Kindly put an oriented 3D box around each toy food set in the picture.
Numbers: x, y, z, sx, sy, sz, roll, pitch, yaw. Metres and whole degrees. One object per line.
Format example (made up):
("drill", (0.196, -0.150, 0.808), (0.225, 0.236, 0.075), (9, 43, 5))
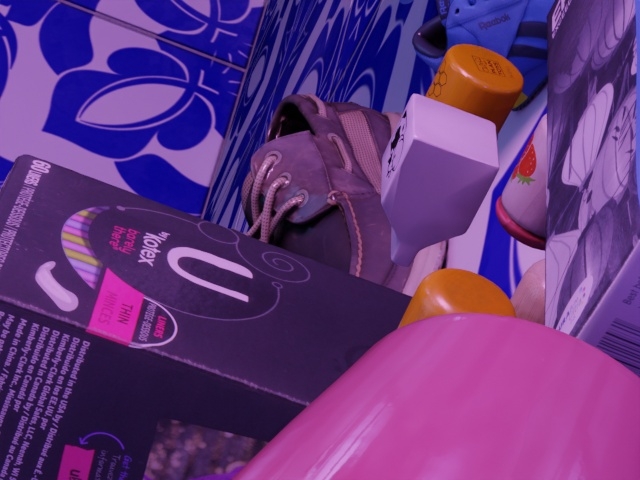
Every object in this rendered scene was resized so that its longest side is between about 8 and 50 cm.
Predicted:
("toy food set", (0.070, 0.018, 0.798), (0.232, 0.111, 0.104), (-87, 19, -57))

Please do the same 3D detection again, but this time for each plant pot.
("plant pot", (0.033, 0.126, 0.571), (0.180, 0.201, 0.201), (-57, -3, -43))

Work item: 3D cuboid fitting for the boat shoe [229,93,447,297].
("boat shoe", (0.000, 0.000, 1.257), (0.355, 0.130, 0.132), (-89, 21, -68))

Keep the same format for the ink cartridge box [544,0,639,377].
("ink cartridge box", (0.148, -0.092, 0.739), (0.332, 0.065, 0.165), (-79, 11, -54))

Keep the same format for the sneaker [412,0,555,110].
("sneaker", (0.109, -0.137, 1.050), (0.209, 0.082, 0.069), (132, 159, -66))

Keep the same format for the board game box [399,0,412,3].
("board game box", (0.113, -0.272, 1.546), (0.133, 0.033, 0.168), (130, 154, -54))

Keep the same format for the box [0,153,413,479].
("box", (-0.070, 0.086, 0.998), (0.165, 0.270, 0.143), (-86, 18, -64))
